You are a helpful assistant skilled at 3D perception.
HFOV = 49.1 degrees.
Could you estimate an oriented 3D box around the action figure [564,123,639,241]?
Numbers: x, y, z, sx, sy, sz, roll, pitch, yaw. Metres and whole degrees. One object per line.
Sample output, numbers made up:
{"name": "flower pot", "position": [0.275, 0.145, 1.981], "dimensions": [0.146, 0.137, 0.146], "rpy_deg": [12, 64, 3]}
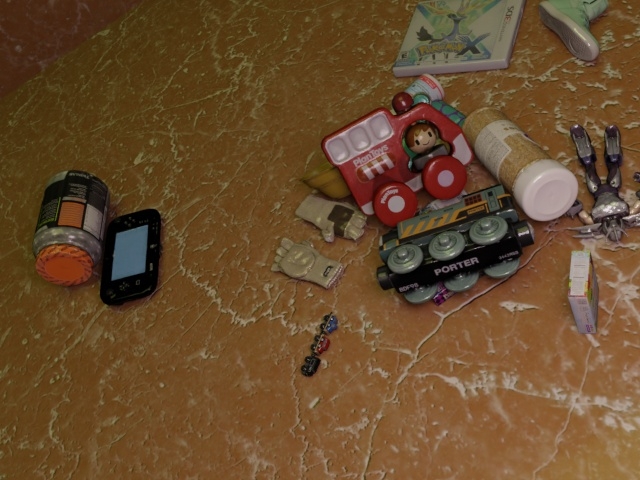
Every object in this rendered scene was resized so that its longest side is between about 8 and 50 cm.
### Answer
{"name": "action figure", "position": [0.592, -0.113, 1.464], "dimensions": [0.185, 0.099, 0.285], "rpy_deg": [-8, 55, 17]}

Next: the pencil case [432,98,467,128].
{"name": "pencil case", "position": [0.328, -0.298, 1.774], "dimensions": [0.070, 0.064, 0.152], "rpy_deg": [-39, 46, 0]}

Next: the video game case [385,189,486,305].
{"name": "video game case", "position": [0.288, 0.006, 1.569], "dimensions": [0.210, 0.042, 0.232], "rpy_deg": [-34, 46, 1]}

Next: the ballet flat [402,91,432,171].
{"name": "ballet flat", "position": [0.242, -0.269, 1.783], "dimensions": [0.072, 0.068, 0.213], "rpy_deg": [14, 94, 8]}

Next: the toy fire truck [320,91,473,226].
{"name": "toy fire truck", "position": [0.184, -0.194, 1.608], "dimensions": [0.302, 0.254, 0.169], "rpy_deg": [-29, 14, 5]}

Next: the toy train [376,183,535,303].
{"name": "toy train", "position": [0.273, 0.006, 1.464], "dimensions": [0.333, 0.142, 0.190], "rpy_deg": [-20, 36, 17]}

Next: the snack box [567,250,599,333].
{"name": "snack box", "position": [0.495, 0.098, 1.314], "dimensions": [0.037, 0.141, 0.100], "rpy_deg": [0, 55, 29]}

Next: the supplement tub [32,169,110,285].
{"name": "supplement tub", "position": [-0.728, -0.037, 2.051], "dimensions": [0.193, 0.193, 0.316], "rpy_deg": [-19, 48, 15]}

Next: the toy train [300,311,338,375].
{"name": "toy train", "position": [0.002, 0.230, 1.557], "dimensions": [0.036, 0.027, 0.158], "rpy_deg": [10, 60, 30]}

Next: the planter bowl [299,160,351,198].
{"name": "planter bowl", "position": [0.062, -0.166, 1.770], "dimensions": [0.217, 0.090, 0.217], "rpy_deg": [-29, 10, 6]}

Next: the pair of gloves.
{"name": "pair of gloves", "position": [0.000, 0.000, 1.732], "dimensions": [0.204, 0.042, 0.240], "rpy_deg": [15, 65, 32]}

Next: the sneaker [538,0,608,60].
{"name": "sneaker", "position": [0.677, -0.564, 1.776], "dimensions": [0.151, 0.094, 0.256], "rpy_deg": [-24, 48, 5]}

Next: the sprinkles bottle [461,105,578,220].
{"name": "sprinkles bottle", "position": [0.425, -0.178, 1.538], "dimensions": [0.121, 0.121, 0.355], "rpy_deg": [-29, 34, 5]}

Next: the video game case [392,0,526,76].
{"name": "video game case", "position": [0.395, -0.590, 1.989], "dimensions": [0.329, 0.036, 0.300], "rpy_deg": [3, 56, 30]}

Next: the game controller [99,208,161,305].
{"name": "game controller", "position": [-0.529, 0.041, 1.969], "dimensions": [0.166, 0.067, 0.319], "rpy_deg": [-20, 48, 13]}

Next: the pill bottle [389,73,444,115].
{"name": "pill bottle", "position": [0.245, -0.359, 1.851], "dimensions": [0.160, 0.087, 0.087], "rpy_deg": [-43, 47, -8]}
